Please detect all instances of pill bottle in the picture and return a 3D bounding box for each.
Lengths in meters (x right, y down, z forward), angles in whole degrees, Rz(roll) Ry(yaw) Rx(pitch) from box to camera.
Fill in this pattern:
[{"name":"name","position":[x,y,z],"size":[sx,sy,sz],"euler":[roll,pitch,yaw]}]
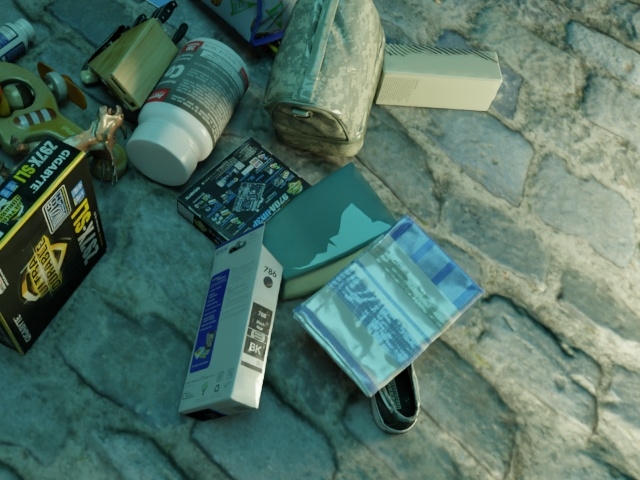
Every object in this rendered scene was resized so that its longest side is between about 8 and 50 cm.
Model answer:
[{"name":"pill bottle","position":[-0.671,-0.421,1.623],"size":[0.067,0.067,0.120],"euler":[35,61,10]},{"name":"pill bottle","position":[-0.270,-0.262,1.549],"size":[0.161,0.161,0.283],"euler":[23,59,3]}]

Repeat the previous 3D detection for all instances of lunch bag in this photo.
[{"name":"lunch bag","position":[0.010,-0.355,1.549],"size":[0.212,0.256,0.305],"euler":[14,79,6]},{"name":"lunch bag","position":[-0.093,-0.663,1.762],"size":[0.385,0.239,0.328],"euler":[-27,63,-35]}]

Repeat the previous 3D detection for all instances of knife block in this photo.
[{"name":"knife block","position":[-0.356,-0.398,1.578],"size":[0.242,0.088,0.275],"euler":[-42,32,-5]}]

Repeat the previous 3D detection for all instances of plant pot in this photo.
[{"name":"plant pot","position":[0.000,0.000,1.453],"size":[0.234,0.166,0.165],"euler":[-28,69,-19]}]

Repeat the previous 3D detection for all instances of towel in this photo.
[{"name":"towel","position":[0.118,0.111,1.340],"size":[0.285,0.034,0.209],"euler":[-41,76,-6]}]

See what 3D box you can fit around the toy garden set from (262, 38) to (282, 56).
[{"name":"toy garden set","position":[0.008,-0.438,1.760],"size":[0.244,0.049,0.204],"euler":[-38,73,-26]}]

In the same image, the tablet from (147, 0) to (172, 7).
[{"name":"tablet","position":[-0.389,-0.578,1.794],"size":[0.083,0.006,0.054],"euler":[31,61,9]}]

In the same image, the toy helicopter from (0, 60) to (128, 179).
[{"name":"toy helicopter","position":[-0.540,-0.245,1.536],"size":[0.355,0.140,0.235],"euler":[31,51,-4]}]

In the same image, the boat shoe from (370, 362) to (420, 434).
[{"name":"boat shoe","position":[0.115,0.194,1.393],"size":[0.113,0.105,0.307],"euler":[-2,62,-11]}]

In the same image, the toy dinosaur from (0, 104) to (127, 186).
[{"name":"toy dinosaur","position":[-0.492,-0.124,1.435],"size":[0.200,0.295,0.127],"euler":[-5,64,-58]}]

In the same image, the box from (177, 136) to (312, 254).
[{"name":"box","position":[-0.152,-0.087,1.535],"size":[0.175,0.051,0.220],"euler":[39,62,12]}]

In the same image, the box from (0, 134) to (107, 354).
[{"name":"box","position":[-0.476,0.016,1.267],"size":[0.079,0.322,0.257],"euler":[26,59,7]}]

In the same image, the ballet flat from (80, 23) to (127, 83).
[{"name":"ballet flat","position":[-0.474,-0.408,1.660],"size":[0.057,0.049,0.173],"euler":[22,60,4]}]

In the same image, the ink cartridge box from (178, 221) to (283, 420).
[{"name":"ink cartridge box","position":[-0.151,0.142,1.342],"size":[0.065,0.165,0.333],"euler":[28,56,-32]}]

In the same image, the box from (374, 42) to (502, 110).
[{"name":"box","position":[0.262,-0.371,1.732],"size":[0.275,0.113,0.094],"euler":[2,60,-10]}]
